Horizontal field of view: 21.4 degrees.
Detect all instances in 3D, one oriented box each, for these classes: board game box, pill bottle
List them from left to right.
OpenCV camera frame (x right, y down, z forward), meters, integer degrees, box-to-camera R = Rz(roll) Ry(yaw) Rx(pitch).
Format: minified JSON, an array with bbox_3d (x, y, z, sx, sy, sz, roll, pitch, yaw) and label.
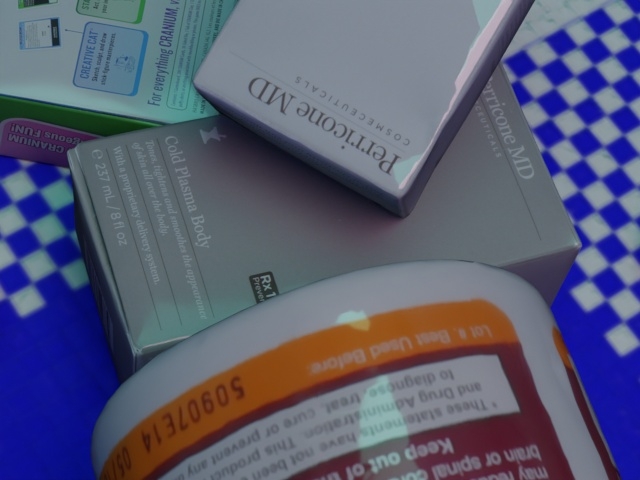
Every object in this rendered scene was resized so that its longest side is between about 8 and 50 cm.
[{"bbox_3d":[-0.198,-0.171,0.956,0.316,0.064,0.242,10,62,-4],"label":"board game box"},{"bbox_3d":[0.057,0.227,0.703,0.224,0.224,0.392,-12,65,-15],"label":"pill bottle"}]

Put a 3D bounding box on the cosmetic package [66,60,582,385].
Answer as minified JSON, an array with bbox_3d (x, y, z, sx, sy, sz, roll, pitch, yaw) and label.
[{"bbox_3d":[0.000,0.000,0.880,0.238,0.107,0.127,-16,64,-13],"label":"cosmetic package"}]

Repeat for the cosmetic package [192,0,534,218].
[{"bbox_3d":[0.049,-0.139,0.805,0.117,0.085,0.231,29,88,7],"label":"cosmetic package"}]
